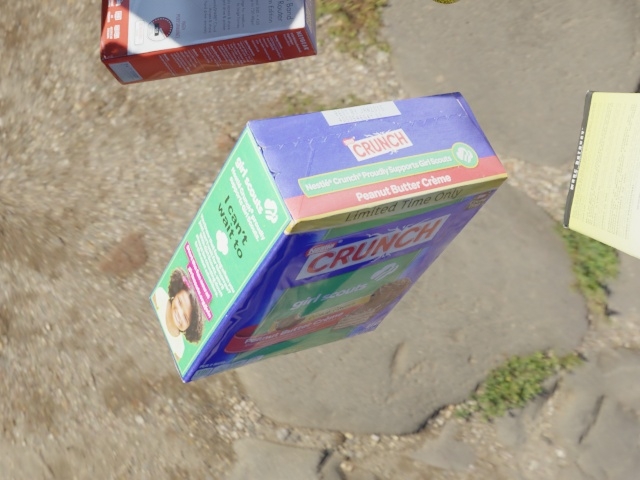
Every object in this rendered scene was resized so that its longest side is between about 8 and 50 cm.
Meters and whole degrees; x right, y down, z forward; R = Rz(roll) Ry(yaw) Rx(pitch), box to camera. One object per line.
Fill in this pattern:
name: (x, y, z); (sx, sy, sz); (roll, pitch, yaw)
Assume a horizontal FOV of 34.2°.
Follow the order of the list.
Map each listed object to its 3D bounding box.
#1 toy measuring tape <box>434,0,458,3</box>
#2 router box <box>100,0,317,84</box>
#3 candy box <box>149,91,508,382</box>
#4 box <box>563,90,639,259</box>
toy measuring tape: (0.012, -0.304, 0.688); (0.121, 0.121, 0.330); (-41, 106, -12)
router box: (-0.164, -0.412, 1.518); (0.301, 0.082, 0.336); (-7, 69, 11)
candy box: (0.000, 0.000, 1.078); (0.268, 0.317, 0.122); (-12, 62, -34)
box: (0.185, -0.028, 0.510); (0.058, 0.232, 0.087); (8, 97, -5)
